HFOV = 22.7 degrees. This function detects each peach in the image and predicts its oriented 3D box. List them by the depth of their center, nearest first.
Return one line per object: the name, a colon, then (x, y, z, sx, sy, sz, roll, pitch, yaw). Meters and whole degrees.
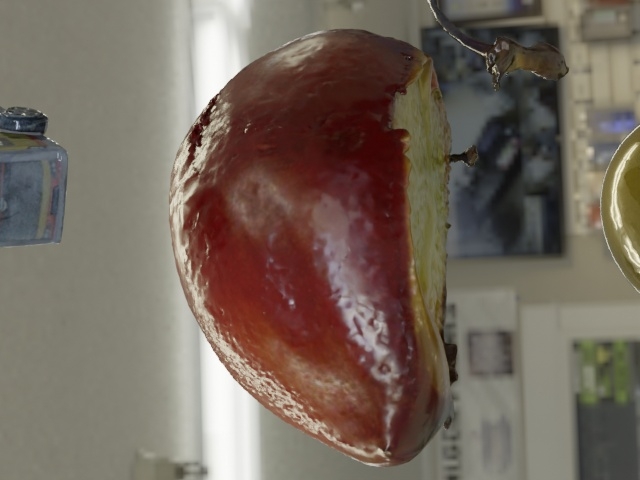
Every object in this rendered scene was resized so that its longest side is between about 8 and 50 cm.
peach: (-0.006, -0.001, 0.872, 0.158, 0.154, 0.267, 64, -156, -48)

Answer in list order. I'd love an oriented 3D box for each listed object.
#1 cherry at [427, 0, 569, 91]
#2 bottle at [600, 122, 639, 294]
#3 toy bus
cherry: (0.054, -0.149, 0.760, 0.107, 0.090, 0.225, 20, -143, -56)
bottle: (0.331, -0.058, 0.993, 0.171, 0.351, 0.171, 43, 145, 40)
toy bus: (-0.206, -0.053, 0.874, 0.075, 0.190, 0.064, -4, -67, -35)
